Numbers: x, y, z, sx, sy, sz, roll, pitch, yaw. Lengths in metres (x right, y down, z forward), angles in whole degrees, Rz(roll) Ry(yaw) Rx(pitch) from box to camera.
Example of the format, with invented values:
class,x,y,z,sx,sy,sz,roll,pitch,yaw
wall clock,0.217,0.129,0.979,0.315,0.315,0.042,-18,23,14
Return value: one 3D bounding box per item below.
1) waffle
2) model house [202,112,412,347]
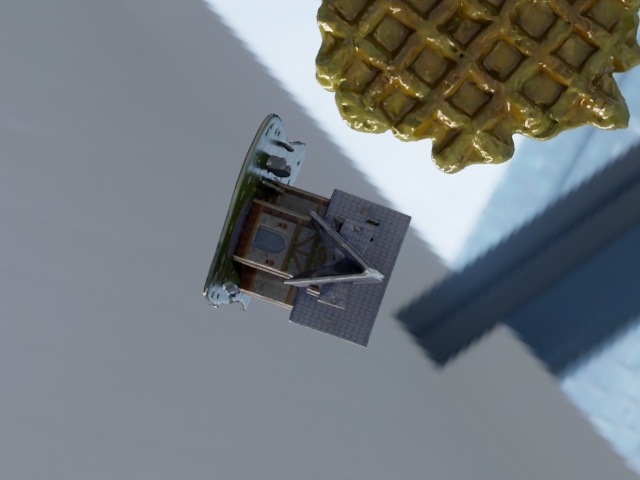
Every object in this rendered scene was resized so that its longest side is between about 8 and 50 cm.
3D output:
class,x,y,z,sx,sy,sz,roll,pitch,yaw
waffle,0.112,-0.170,1.412,0.238,0.243,0.059,-4,-175,-4
model house,0.000,0.000,1.163,0.088,0.117,0.167,19,176,8
